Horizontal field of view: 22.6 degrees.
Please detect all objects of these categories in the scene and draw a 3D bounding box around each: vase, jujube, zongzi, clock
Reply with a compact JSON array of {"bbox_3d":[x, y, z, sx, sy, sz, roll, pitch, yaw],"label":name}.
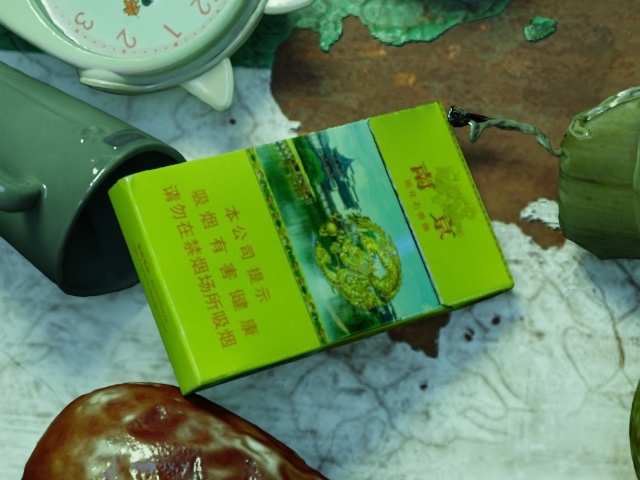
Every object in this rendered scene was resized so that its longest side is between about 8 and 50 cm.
[{"bbox_3d":[-0.281,-0.085,1.411,0.301,0.251,0.156,34,104,17],"label":"vase"},{"bbox_3d":[-0.096,0.244,1.330,0.318,0.223,0.223,26,81,4],"label":"jujube"},{"bbox_3d":[0.385,-0.089,1.455,0.447,0.418,0.181,8,116,36],"label":"zongzi"},{"bbox_3d":[-0.166,-0.263,1.458,0.324,0.108,0.265,41,94,8],"label":"clock"}]

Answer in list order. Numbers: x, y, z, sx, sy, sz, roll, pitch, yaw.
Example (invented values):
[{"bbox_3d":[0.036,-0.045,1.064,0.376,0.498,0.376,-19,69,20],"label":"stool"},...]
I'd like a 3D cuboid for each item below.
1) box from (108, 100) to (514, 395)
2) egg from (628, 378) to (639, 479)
[{"bbox_3d":[0.000,0.000,1.385,0.335,0.047,0.187,-15,78,-32],"label":"box"},{"bbox_3d":[0.401,0.161,1.338,0.289,0.238,0.238,-1,80,-17],"label":"egg"}]
